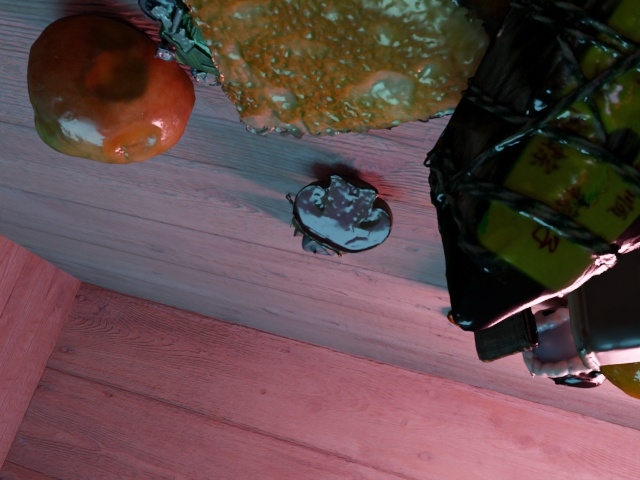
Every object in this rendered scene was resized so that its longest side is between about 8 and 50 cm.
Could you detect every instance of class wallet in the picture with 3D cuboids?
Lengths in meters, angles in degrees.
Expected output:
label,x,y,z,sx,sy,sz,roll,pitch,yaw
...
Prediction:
label,x,y,z,sx,sy,sz,roll,pitch,yaw
wallet,0.435,0.198,1.476,0.044,0.169,0.317,-5,163,-6

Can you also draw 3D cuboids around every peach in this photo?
label,x,y,z,sx,sy,sz,roll,pitch,yaw
peach,-0.305,-0.215,0.904,0.236,0.214,0.214,6,168,-25

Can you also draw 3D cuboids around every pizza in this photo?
label,x,y,z,sx,sy,sz,roll,pitch,yaw
pizza,0.039,-0.238,0.669,0.392,0.080,0.435,10,159,16

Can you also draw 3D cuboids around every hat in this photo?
label,x,y,z,sx,sy,sz,roll,pitch,yaw
hat,0.000,0.000,1.421,0.138,0.078,0.191,15,162,8

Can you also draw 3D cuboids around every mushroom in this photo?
label,x,y,z,sx,sy,sz,roll,pitch,yaw
mushroom,0.044,-0.057,1.162,0.188,0.141,0.117,20,-164,-1

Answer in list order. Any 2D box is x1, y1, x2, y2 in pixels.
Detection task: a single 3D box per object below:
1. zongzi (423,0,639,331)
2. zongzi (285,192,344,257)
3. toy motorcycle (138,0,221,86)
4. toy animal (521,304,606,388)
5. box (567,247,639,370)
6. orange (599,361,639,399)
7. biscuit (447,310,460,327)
label,x,y,z,sx,sy,sz,roll,pitch,yaw
zongzi,0.294,-0.086,0.553,0.362,0.319,0.383,24,118,-3
zongzi,0.034,-0.041,1.329,0.189,0.081,0.178,30,-155,30
toy motorcycle,-0.156,-0.265,0.803,0.106,0.074,0.190,1,157,18
toy animal,0.589,0.239,1.420,0.208,0.204,0.156,10,145,-24
box,0.450,0.040,0.873,0.178,0.274,0.138,-9,152,28
orange,0.624,0.183,1.147,0.240,0.240,0.240,15,162,5
biscuit,0.468,0.248,1.812,0.188,0.027,0.188,15,162,5
